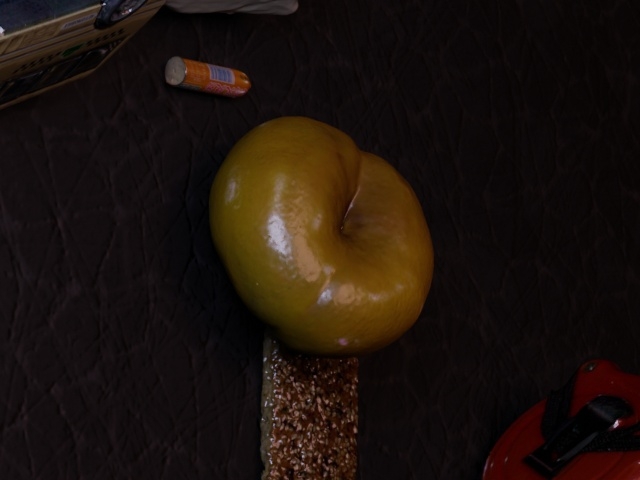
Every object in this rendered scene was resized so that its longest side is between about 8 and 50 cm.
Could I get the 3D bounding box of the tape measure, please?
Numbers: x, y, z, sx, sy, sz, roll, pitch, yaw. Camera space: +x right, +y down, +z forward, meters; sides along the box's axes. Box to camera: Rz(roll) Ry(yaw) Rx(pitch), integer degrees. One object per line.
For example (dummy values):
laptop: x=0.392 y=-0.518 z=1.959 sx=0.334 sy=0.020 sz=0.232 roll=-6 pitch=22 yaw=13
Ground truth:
tape measure: x=0.298 y=0.249 z=1.972 sx=0.260 sy=0.253 sz=0.114 roll=-39 pitch=116 yaw=-12

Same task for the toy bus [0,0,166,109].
toy bus: x=-0.295 y=-0.190 z=1.499 sx=0.177 sy=0.202 sz=0.365 roll=52 pitch=38 yaw=7

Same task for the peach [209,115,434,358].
peach: x=0.000 y=0.000 z=1.798 sx=0.251 sy=0.153 sz=0.251 roll=33 pitch=34 yaw=-26

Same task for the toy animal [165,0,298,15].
toy animal: x=-0.103 y=-0.335 z=1.763 sx=0.308 sy=0.266 sz=0.188 roll=-7 pitch=63 yaw=-40

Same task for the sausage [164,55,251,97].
sausage: x=-0.107 y=-0.160 z=1.844 sx=0.107 sy=0.031 sz=0.031 roll=9 pitch=69 yaw=-48

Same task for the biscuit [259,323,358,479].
biscuit: x=-0.010 y=0.180 z=1.828 sx=0.131 sy=0.025 sz=0.231 roll=23 pitch=59 yaw=-43
